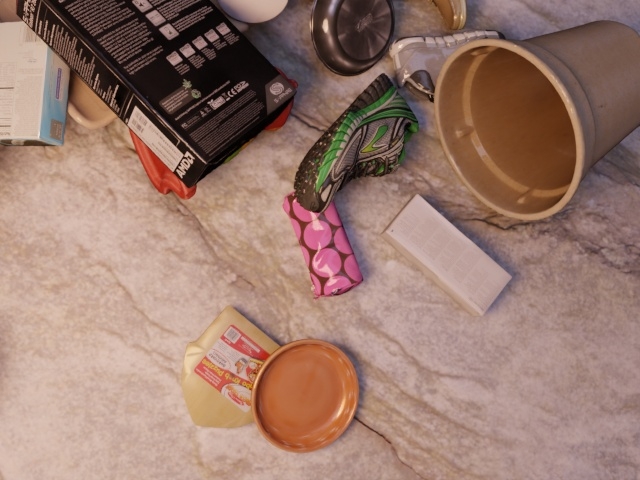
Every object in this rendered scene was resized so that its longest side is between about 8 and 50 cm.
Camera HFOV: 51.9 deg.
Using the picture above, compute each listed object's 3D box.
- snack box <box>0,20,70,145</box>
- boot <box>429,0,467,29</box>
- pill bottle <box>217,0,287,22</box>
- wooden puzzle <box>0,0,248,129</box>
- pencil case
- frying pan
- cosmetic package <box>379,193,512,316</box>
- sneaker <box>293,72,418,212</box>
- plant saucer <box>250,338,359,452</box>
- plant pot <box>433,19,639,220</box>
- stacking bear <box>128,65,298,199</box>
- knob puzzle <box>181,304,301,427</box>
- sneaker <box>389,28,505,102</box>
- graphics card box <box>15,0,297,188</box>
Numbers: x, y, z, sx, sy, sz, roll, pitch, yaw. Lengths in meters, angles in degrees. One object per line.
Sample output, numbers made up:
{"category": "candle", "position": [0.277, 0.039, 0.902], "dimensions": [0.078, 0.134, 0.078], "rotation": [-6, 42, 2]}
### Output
{"category": "snack box", "position": [-0.555, -0.248, 1.064], "dimensions": [0.322, 0.060, 0.187], "rotation": [3, 87, 19]}
{"category": "boot", "position": [0.185, -0.496, 1.297], "dimensions": [0.165, 0.077, 0.213], "rotation": [-17, 80, -12]}
{"category": "pill bottle", "position": [-0.124, -0.518, 1.161], "dimensions": [0.153, 0.153, 0.264], "rotation": [0, 56, -10]}
{"category": "wooden puzzle", "position": [-0.353, -0.377, 1.159], "dimensions": [0.348, 0.080, 0.322], "rotation": [-38, 74, -18]}
{"category": "pencil case", "position": [0.000, 0.000, 1.194], "dimensions": [0.098, 0.095, 0.209], "rotation": [-20, 84, 3]}
{"category": "frying pan", "position": [0.058, -0.461, 1.200], "dimensions": [0.197, 0.053, 0.326], "rotation": [-26, 123, -26]}
{"category": "cosmetic package", "position": [0.234, 0.030, 1.242], "dimensions": [0.239, 0.060, 0.099], "rotation": [42, 76, -2]}
{"category": "sneaker", "position": [0.077, -0.161, 1.164], "dimensions": [0.146, 0.134, 0.343], "rotation": [43, 55, -6]}
{"category": "plant saucer", "position": [-0.029, 0.270, 1.157], "dimensions": [0.200, 0.037, 0.199], "rotation": [-1, 91, -21]}
{"category": "plant pot", "position": [0.436, -0.249, 1.207], "dimensions": [0.306, 0.334, 0.333], "rotation": [-28, 88, -24]}
{"category": "stacking bear", "position": [-0.172, -0.214, 1.159], "dimensions": [0.289, 0.175, 0.164], "rotation": [-33, 114, -24]}
{"category": "knob puzzle", "position": [-0.159, 0.241, 1.160], "dimensions": [0.213, 0.030, 0.213], "rotation": [1, 87, -13]}
{"category": "sneaker", "position": [0.253, -0.333, 1.291], "dimensions": [0.229, 0.086, 0.132], "rotation": [-6, 88, -1]}
{"category": "graphics card box", "position": [-0.241, -0.286, 1.007], "dimensions": [0.371, 0.094, 0.233], "rotation": [44, 53, -3]}
